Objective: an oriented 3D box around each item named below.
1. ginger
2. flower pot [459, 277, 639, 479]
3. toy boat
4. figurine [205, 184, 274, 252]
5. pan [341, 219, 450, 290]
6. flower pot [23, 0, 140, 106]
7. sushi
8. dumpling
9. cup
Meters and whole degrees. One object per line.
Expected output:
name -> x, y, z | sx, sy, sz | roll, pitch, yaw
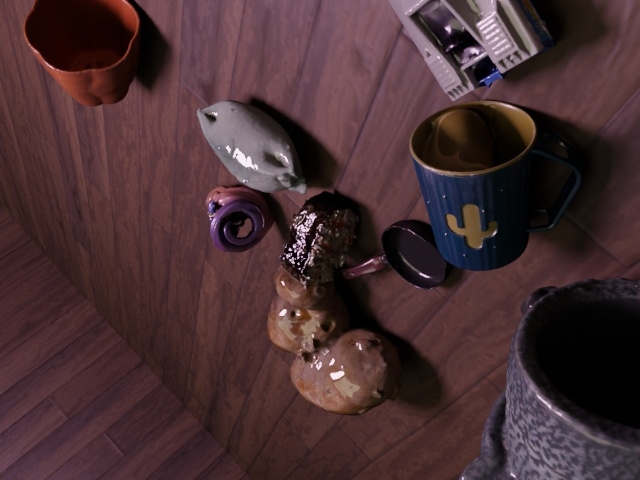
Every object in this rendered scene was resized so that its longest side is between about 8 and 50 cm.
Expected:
ginger -> 0.001, 0.171, 1.195 | 0.304, 0.155, 0.244 | 55, 146, -7
flower pot -> 0.298, 0.219, 0.716 | 0.299, 0.299, 0.282 | 25, 137, 37
toy boat -> 0.097, -0.278, 0.636 | 0.295, 0.088, 0.129 | 55, 150, -8
figurine -> -0.154, -0.058, 1.221 | 0.114, 0.126, 0.157 | -56, 32, 27
pan -> 0.110, 0.030, 1.005 | 0.212, 0.040, 0.115 | -18, 109, 51
flower pot -> -0.407, -0.337, 1.188 | 0.190, 0.191, 0.173 | 47, 164, 6
sushi -> 0.000, 0.000, 1.052 | 0.078, 0.090, 0.150 | 43, 118, 38
dumpling -> -0.110, -0.133, 1.057 | 0.217, 0.105, 0.149 | 37, 141, 16
cup -> 0.195, -0.055, 0.737 | 0.177, 0.131, 0.155 | 3, 136, 20
